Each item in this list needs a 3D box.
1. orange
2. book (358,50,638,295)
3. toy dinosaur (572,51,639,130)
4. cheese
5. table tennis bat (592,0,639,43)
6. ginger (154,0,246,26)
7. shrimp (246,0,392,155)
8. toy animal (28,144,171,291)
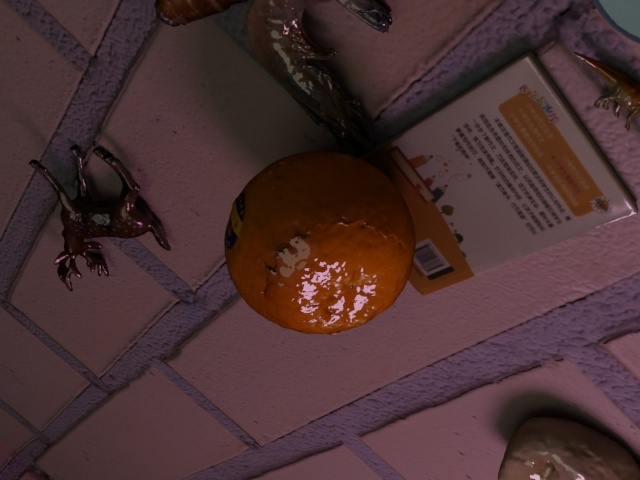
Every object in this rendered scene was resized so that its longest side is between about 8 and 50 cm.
[{"bbox_3d":[-0.001,0.002,0.723,0.219,0.193,0.219,-2,121,-3],"label":"orange"},{"bbox_3d":[0.170,-0.055,0.734,0.295,0.020,0.208,-28,108,42],"label":"book"},{"bbox_3d":[0.276,-0.139,0.599,0.113,0.026,0.041,27,128,-4],"label":"toy dinosaur"},{"bbox_3d":[0.379,0.353,0.893,0.263,0.093,0.159,34,133,2],"label":"cheese"},{"bbox_3d":[0.322,-0.201,0.519,0.244,0.040,0.153,50,134,-9],"label":"table tennis bat"},{"bbox_3d":[-0.120,-0.296,0.674,0.162,0.073,0.103,-8,138,20],"label":"ginger"},{"bbox_3d":[0.021,-0.193,0.686,0.152,0.046,0.219,-22,121,31],"label":"shrimp"},{"bbox_3d":[-0.369,-0.022,1.027,0.243,0.087,0.260,7,125,27],"label":"toy animal"}]
